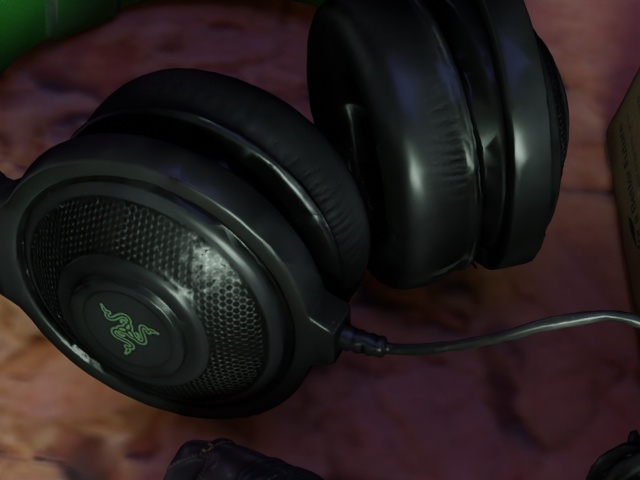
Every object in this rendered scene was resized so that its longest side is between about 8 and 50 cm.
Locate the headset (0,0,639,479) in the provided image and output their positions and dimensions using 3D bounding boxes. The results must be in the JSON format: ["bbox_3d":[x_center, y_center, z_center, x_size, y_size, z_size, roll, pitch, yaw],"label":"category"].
[{"bbox_3d":[0.000,0.000,0.697,0.243,0.185,0.394,-28,49,-26],"label":"headset"}]

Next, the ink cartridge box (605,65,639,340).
[{"bbox_3d":[0.193,-0.002,0.661,0.088,0.193,0.234,2,57,-10],"label":"ink cartridge box"}]

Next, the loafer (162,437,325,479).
[{"bbox_3d":[-0.056,0.150,0.599,0.061,0.062,0.170,22,78,40],"label":"loafer"}]
